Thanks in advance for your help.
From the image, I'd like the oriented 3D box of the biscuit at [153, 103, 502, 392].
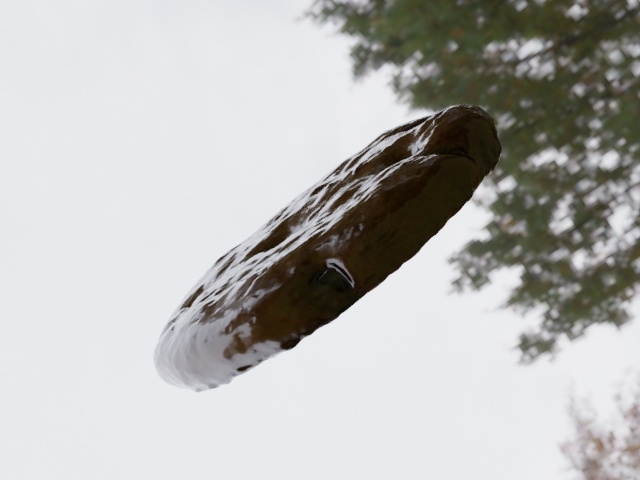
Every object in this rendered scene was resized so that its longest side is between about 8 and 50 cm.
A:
[{"bbox_3d":[0.000,0.000,0.739,0.036,0.212,0.212,53,-136,-10],"label":"biscuit"}]
